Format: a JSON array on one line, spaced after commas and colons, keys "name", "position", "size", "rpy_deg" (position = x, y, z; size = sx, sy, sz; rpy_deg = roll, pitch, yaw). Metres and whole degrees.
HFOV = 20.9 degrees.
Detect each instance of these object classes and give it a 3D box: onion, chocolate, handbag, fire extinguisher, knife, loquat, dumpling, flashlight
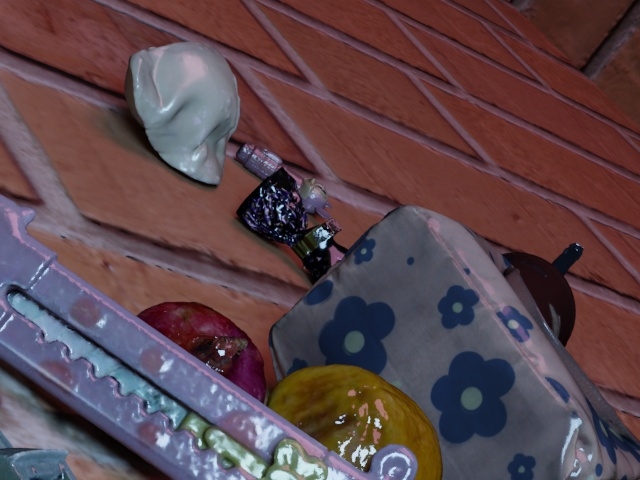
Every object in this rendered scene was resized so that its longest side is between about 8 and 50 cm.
[{"name": "onion", "position": [-0.083, 0.088, 1.110], "size": [0.107, 0.097, 0.107], "rpy_deg": [24, 42, -23]}, {"name": "chocolate", "position": [-0.002, 0.001, 1.541], "size": [0.147, 0.070, 0.072], "rpy_deg": [38, 45, 3]}, {"name": "handbag", "position": [0.109, 0.121, 1.253], "size": [0.193, 0.190, 0.251], "rpy_deg": [16, 34, -55]}, {"name": "fire extinguisher", "position": [0.169, 0.071, 1.574], "size": [0.114, 0.135, 0.337], "rpy_deg": [45, 17, 7]}, {"name": "knife", "position": [-0.089, 0.103, 1.041], "size": [0.398, 0.132, 0.038], "rpy_deg": [34, -17, 8]}, {"name": "loquat", "position": [0.017, 0.147, 1.113], "size": [0.137, 0.113, 0.137], "rpy_deg": [-16, 90, -70]}, {"name": "dumpling", "position": [-0.121, -0.112, 1.577], "size": [0.169, 0.099, 0.134], "rpy_deg": [71, 4, -87]}, {"name": "flashlight", "position": [-0.032, -0.061, 1.687], "size": [0.110, 0.031, 0.052], "rpy_deg": [35, 18, -8]}]

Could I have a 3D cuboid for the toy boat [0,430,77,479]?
[{"name": "toy boat", "position": [-0.191, 0.100, 0.877], "size": [0.260, 0.085, 0.078], "rpy_deg": [46, 20, 26]}]
